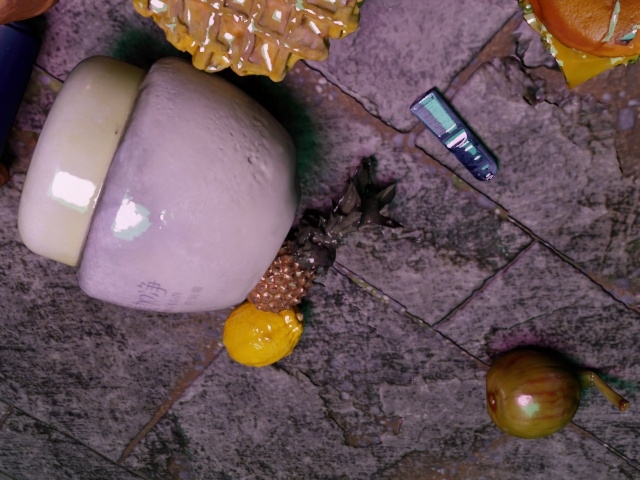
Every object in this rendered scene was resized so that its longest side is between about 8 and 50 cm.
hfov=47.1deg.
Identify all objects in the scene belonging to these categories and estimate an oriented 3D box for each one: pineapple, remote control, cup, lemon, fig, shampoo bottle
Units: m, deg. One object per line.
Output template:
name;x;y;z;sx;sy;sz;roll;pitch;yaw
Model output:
pineapple;0.000;0.000;1.082;0.277;0.130;0.119;-38;80;34
remote control;0.186;-0.138;0.992;0.152;0.027;0.043;44;126;-16
cup;-0.522;-0.205;0.962;0.255;0.178;0.256;23;96;7
lemon;-0.092;0.146;1.198;0.155;0.114;0.114;-27;115;32
fig;0.355;0.232;1.161;0.186;0.148;0.142;-27;105;-15
shampoo bottle;-0.197;-0.068;0.945;0.317;0.322;0.322;18;128;-17

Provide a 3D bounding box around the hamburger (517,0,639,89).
hamburger;0.314;-0.305;0.773;0.243;0.138;0.261;-21;122;22

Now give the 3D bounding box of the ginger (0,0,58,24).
ginger;-0.356;-0.353;0.826;0.269;0.223;0.200;57;136;18

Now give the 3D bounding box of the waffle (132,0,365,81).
waffle;-0.097;-0.338;0.835;0.324;0.151;0.261;41;120;-14

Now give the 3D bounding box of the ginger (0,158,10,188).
ginger;-0.611;-0.117;1.133;0.309;0.107;0.133;17;125;3
